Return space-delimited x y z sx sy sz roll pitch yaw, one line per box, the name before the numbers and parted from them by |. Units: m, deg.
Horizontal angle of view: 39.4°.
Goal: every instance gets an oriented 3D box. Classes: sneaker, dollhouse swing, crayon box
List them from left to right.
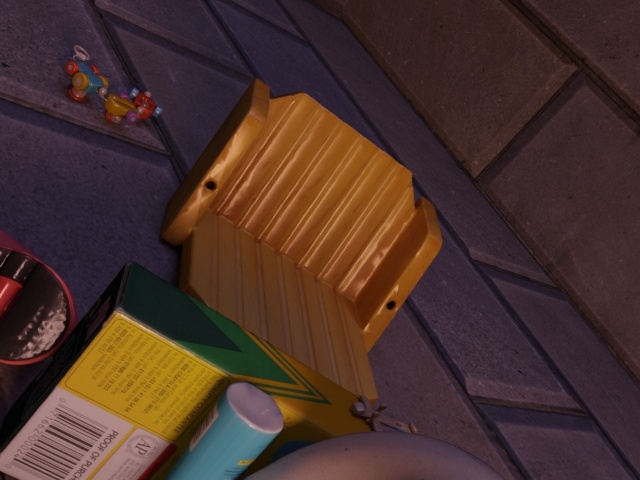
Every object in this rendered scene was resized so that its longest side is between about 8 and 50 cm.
sneaker | -0.359 0.015 0.829 0.314 0.116 0.136 35 -8 2
crayon box | -0.093 0.183 0.787 0.318 0.202 0.081 34 23 -20
dollhouse swing | 0.000 0.000 1.200 0.347 0.315 0.305 34 2 -19

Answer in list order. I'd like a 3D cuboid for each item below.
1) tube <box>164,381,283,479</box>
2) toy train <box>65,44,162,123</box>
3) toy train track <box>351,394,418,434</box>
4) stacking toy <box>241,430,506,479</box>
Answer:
tube | -0.108 0.202 0.713 0.052 0.207 0.080 45 21 19
toy train | -0.326 -0.224 1.380 0.166 0.046 0.125 35 21 -23
toy train track | 0.061 0.159 0.801 0.083 0.014 0.048 29 25 -38
stacking toy | 0.097 0.406 0.664 0.480 0.350 0.350 52 15 -29
